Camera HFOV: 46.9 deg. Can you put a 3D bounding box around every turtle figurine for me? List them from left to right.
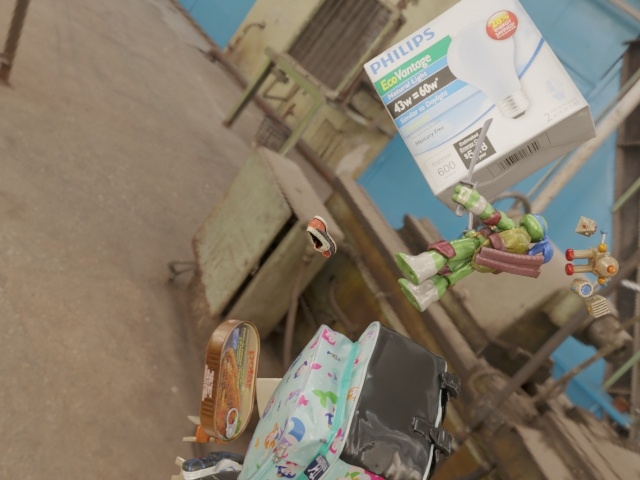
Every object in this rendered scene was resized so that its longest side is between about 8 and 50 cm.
[{"bbox_3d":[0.242,-0.017,1.307,0.275,0.266,0.198,59,-11,3],"label":"turtle figurine"}]

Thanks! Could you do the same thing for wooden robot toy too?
[{"bbox_3d":[0.455,0.049,1.219,0.076,0.173,0.079,-6,12,-7],"label":"wooden robot toy"}]

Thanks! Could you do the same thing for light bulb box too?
[{"bbox_3d":[0.347,-0.307,1.620,0.361,0.358,0.225,64,16,21],"label":"light bulb box"}]

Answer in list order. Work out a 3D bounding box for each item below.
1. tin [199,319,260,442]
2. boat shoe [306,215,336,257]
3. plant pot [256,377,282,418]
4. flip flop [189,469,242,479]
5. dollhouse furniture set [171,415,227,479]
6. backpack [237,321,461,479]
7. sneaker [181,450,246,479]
[{"bbox_3d":[-0.141,0.217,1.151,0.040,0.190,0.106,8,2,32],"label":"tin"},{"bbox_3d":[0.000,0.000,1.668,0.049,0.043,0.137,20,-28,26],"label":"boat shoe"},{"bbox_3d":[-0.086,0.382,1.725,0.109,0.109,0.096,38,54,-51],"label":"plant pot"},{"bbox_3d":[-0.180,0.406,1.070,0.277,0.080,0.112,-4,57,-14],"label":"flip flop"},{"bbox_3d":[-0.238,0.586,1.839,0.135,0.262,0.259,3,-13,34],"label":"dollhouse furniture set"},{"bbox_3d":[0.019,0.240,0.835,0.191,0.253,0.225,23,32,1],"label":"backpack"},{"bbox_3d":[-0.225,0.509,1.605,0.080,0.081,0.211,-2,-5,35],"label":"sneaker"}]
